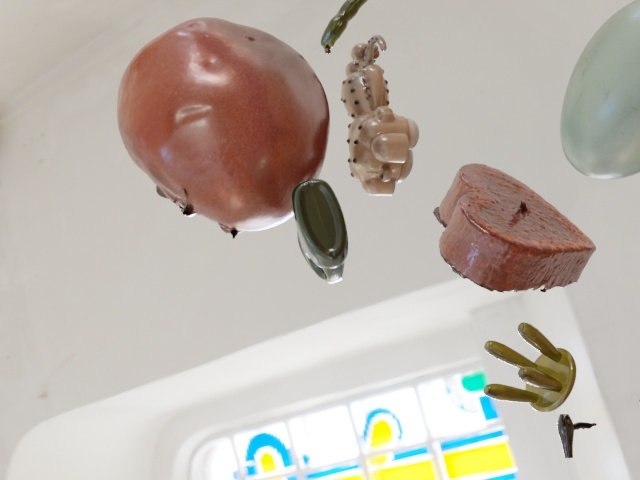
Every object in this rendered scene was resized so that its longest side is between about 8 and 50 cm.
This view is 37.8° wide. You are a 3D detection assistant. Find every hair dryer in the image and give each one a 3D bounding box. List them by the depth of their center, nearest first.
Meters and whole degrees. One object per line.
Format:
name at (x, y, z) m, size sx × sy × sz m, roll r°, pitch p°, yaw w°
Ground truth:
hair dryer at (0.471, 0.352, 1.700) m, size 0.083 × 0.031 × 0.079 m, roll -3°, pitch -98°, yaw -19°

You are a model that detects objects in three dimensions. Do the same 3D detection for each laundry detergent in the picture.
laundry detergent at (0.000, 0.000, 1.314) m, size 0.211 × 0.063 × 0.137 m, roll 94°, pitch 156°, yaw -74°

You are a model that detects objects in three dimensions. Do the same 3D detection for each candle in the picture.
candle at (0.354, -0.017, 1.668) m, size 0.287 × 0.131 × 0.317 m, roll 25°, pitch -152°, yaw -1°

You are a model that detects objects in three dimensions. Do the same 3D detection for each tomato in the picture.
tomato at (-0.142, -0.186, 1.434) m, size 0.341 × 0.273 × 0.341 m, roll 30°, pitch -161°, yaw -12°

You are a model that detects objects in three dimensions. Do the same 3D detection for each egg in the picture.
egg at (0.415, -0.196, 1.204) m, size 0.183 × 0.264 × 0.183 m, roll 32°, pitch -165°, yaw -9°

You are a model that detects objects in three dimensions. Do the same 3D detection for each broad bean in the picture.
broad bean at (0.081, -0.505, 1.982) m, size 0.256 × 0.052 × 0.053 m, roll -51°, pitch -56°, yaw -8°

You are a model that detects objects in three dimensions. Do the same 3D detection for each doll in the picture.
doll at (0.094, -0.216, 1.606) m, size 0.119 × 0.154 × 0.278 m, roll -1°, pitch -114°, yaw -14°

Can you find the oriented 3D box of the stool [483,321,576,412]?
stool at (0.334, 0.208, 1.502) m, size 0.110 × 0.134 × 0.135 m, roll 27°, pitch -174°, yaw -23°
